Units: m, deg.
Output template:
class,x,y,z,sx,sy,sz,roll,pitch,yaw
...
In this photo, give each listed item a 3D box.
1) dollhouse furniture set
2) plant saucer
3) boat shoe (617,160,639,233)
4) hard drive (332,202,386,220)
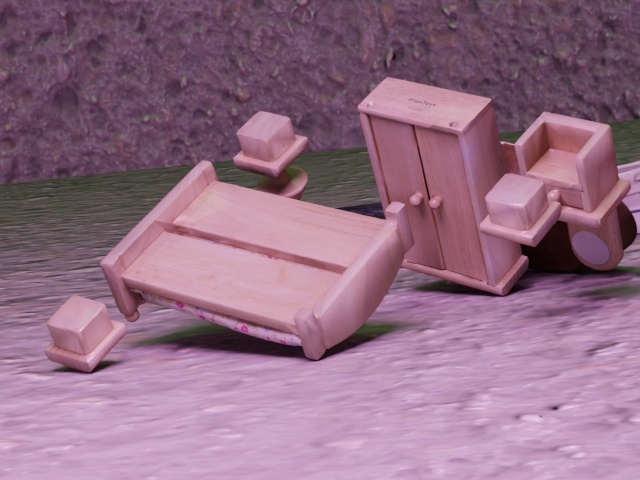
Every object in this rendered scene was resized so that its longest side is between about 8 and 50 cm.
class,x,y,z,sx,sy,sz,roll,pitch,yaw
dollhouse furniture set,0.027,0.052,1.427,0.303,0.173,0.355,14,47,34
plant saucer,0.171,-0.022,1.595,0.199,0.036,0.198,19,-21,8
boat shoe,0.254,-0.046,1.855,0.268,0.088,0.096,-6,7,-3
hard drive,0.000,0.000,1.812,0.255,0.054,0.172,-8,7,-21
